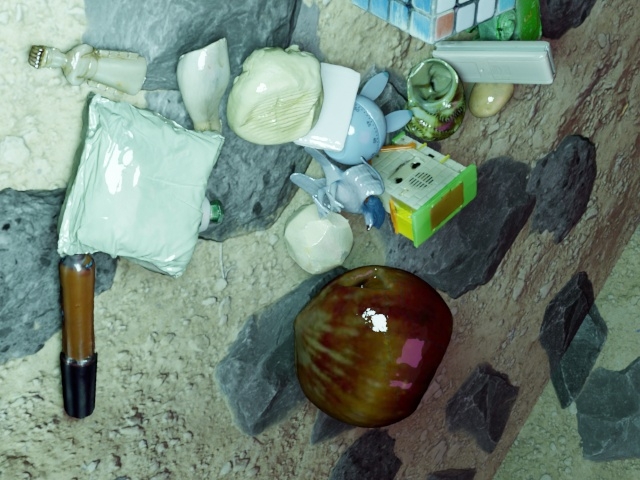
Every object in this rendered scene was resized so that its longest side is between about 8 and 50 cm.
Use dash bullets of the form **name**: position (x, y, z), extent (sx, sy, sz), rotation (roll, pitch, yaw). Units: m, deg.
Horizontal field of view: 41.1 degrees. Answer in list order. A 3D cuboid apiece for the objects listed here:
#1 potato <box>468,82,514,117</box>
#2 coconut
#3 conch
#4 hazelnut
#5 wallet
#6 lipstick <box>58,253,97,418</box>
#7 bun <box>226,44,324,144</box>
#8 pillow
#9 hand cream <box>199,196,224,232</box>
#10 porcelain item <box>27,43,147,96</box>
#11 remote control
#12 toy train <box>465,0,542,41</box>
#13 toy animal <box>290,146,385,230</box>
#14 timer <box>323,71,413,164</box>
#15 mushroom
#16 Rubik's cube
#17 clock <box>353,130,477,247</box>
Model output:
- **potato**: position (0.448, -0.386, 2.243), extent (0.147, 0.112, 0.112), rotation (-52, 143, 5)
- **coconut**: position (0.000, -0.002, 2.022), extent (0.161, 0.162, 0.161), rotation (-28, 136, -30)
- **conch**: position (0.270, -0.336, 2.085), extent (0.181, 0.187, 0.124), rotation (-34, -175, 12)
- **hazelnut**: position (0.138, 0.262, 2.231), extent (0.402, 0.402, 0.429), rotation (-9, 129, -43)
- **wallet**: position (0.010, -0.285, 1.824), extent (0.032, 0.124, 0.183), rotation (50, 52, -81)
- **lipstick**: position (-0.490, 0.189, 1.729), extent (0.077, 0.077, 0.418), rotation (-19, 132, -36)
- **bun**: position (-0.091, -0.300, 1.715), extent (0.229, 0.145, 0.229), rotation (-18, 155, -9)
- **pillow**: position (-0.330, -0.091, 1.587), extent (0.283, 0.138, 0.310), rotation (11, 95, -36)
- **hand cream**: position (-0.350, -0.047, 1.713), extent (0.336, 0.076, 0.121), rotation (-6, 121, -36)
- **porcelain item**: position (-0.400, -0.298, 1.458), extent (0.213, 0.054, 0.084), rotation (2, 115, -48)
- **remote control**: position (0.413, -0.427, 2.039), extent (0.103, 0.277, 0.056), rotation (52, 53, -52)
- **toy train**: position (0.453, -0.536, 2.113), extent (0.188, 0.132, 0.243), rotation (-47, 143, -21)
- **toy animal**: position (0.049, -0.115, 1.916), extent (0.176, 0.239, 0.255), rotation (-40, 111, -47)
- **timer**: position (0.087, -0.269, 1.946), extent (0.255, 0.175, 0.175), rotation (-51, 156, -57)
- **mushroom**: position (-0.218, -0.281, 1.634), extent (0.116, 0.093, 0.225), rotation (-36, 139, -46)
- **Rubik's cube**: position (0.234, -0.587, 1.731), extent (0.253, 0.256, 0.259), rotation (-27, 136, -30)
- **clock**: position (0.210, -0.138, 2.061), extent (0.220, 0.255, 0.106), rotation (-38, 142, -23)
